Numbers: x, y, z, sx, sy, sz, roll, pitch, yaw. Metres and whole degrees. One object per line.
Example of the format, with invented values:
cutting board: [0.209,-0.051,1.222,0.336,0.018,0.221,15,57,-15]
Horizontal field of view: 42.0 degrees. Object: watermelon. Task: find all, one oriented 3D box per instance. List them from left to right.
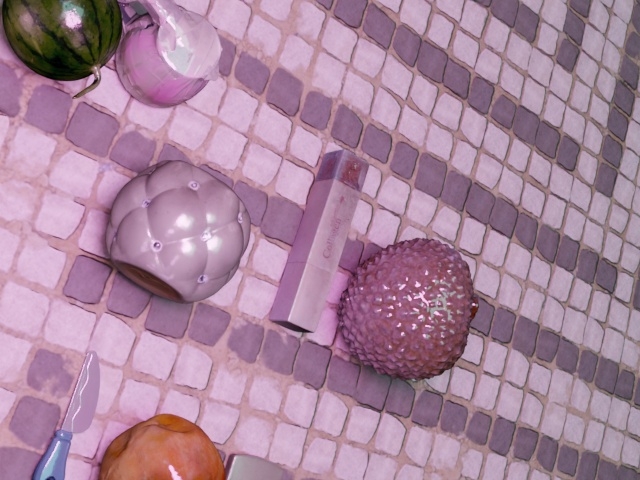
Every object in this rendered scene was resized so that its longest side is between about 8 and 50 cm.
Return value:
watermelon: [-0.409,-0.347,1.352,0.188,0.188,0.214,-39,90,-29]

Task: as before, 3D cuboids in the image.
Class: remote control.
remote control: [-0.157,0.548,1.567,0.123,0.038,0.285,28,72,-29]

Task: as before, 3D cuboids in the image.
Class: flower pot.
flower pot: [-0.243,-0.010,1.423,0.246,0.246,0.195,38,66,-27]

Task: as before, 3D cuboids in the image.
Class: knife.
knife: [-0.418,0.308,1.415,0.058,0.032,0.244,31,67,-27]

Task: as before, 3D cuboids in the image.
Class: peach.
peach: [-0.262,0.400,1.391,0.214,0.235,0.214,4,81,-25]

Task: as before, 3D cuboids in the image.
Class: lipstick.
lipstick: [0.000,0.000,1.680,0.076,0.080,0.371,27,72,-31]

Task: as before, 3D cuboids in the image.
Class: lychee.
lychee: [0.179,0.133,1.686,0.300,0.300,0.300,2,86,-34]

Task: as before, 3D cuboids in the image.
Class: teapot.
teapot: [-0.263,-0.355,1.461,0.163,0.178,0.221,-19,97,-34]
